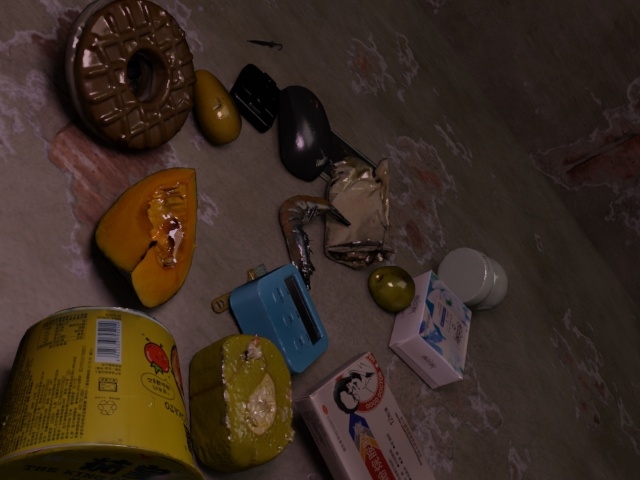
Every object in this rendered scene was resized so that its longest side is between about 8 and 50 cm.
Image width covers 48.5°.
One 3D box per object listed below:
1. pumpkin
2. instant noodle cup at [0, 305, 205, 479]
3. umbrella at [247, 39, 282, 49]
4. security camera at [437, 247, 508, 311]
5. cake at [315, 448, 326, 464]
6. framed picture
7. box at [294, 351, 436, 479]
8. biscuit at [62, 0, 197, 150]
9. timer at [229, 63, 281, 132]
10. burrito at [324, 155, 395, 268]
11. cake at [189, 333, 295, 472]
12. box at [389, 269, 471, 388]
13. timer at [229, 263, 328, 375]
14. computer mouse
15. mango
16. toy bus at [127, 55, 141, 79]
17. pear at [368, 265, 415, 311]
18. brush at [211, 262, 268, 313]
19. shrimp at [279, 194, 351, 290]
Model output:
[{"bbox_3d":[-0.347,0.005,1.433,0.169,0.148,0.312,81,25,-45],"label":"pumpkin"},{"bbox_3d":[-0.344,0.270,1.084,0.326,0.325,0.254,27,38,-38],"label":"instant noodle cup"},{"bbox_3d":[-0.166,-0.595,2.134,0.022,0.022,0.149,35,23,33],"label":"umbrella"},{"bbox_3d":[0.514,0.133,2.317,0.236,0.195,0.194,17,54,-47],"label":"security camera"},{"bbox_3d":[0.111,0.472,1.656,0.287,0.098,0.135,23,49,-40],"label":"cake"},{"bbox_3d":[0.098,-0.217,2.193,0.296,0.019,0.232,34,43,-32],"label":"framed picture"},{"bbox_3d":[0.107,0.448,1.553,0.214,0.069,0.353,-27,90,-43],"label":"box"},{"bbox_3d":[-0.395,-0.352,1.503,0.332,0.103,0.332,-17,111,-54],"label":"biscuit"},{"bbox_3d":[-0.171,-0.400,1.960,0.144,0.055,0.187,42,39,-23],"label":"timer"},{"bbox_3d":[0.112,-0.084,2.012,0.135,0.190,0.331,73,16,-55],"label":"burrito"},{"bbox_3d":[-0.152,0.321,1.402,0.179,0.156,0.260,15,56,-37],"label":"cake"},{"bbox_3d":[0.323,0.254,2.052,0.203,0.116,0.274,46,37,-20],"label":"box"},{"bbox_3d":[-0.073,0.178,1.641,0.250,0.091,0.231,-28,93,-58],"label":"timer"},{"bbox_3d":[-0.033,-0.307,1.996,0.170,0.100,0.269,22,57,-53],"label":"computer mouse"},{"bbox_3d":[-0.259,-0.331,1.747,0.137,0.098,0.195,-41,110,-81],"label":"mango"},{"bbox_3d":[-0.450,-0.417,1.592,0.178,0.098,0.086,-25,85,-55],"label":"toy bus"},{"bbox_3d":[0.211,0.127,2.009,0.141,0.104,0.141,30,42,-31],"label":"pear"},{"bbox_3d":[-0.176,0.118,1.628,0.218,0.010,0.082,-25,86,-55],"label":"brush"},{"bbox_3d":[0.000,0.000,1.843,0.198,0.051,0.262,-5,70,-23],"label":"shrimp"}]
